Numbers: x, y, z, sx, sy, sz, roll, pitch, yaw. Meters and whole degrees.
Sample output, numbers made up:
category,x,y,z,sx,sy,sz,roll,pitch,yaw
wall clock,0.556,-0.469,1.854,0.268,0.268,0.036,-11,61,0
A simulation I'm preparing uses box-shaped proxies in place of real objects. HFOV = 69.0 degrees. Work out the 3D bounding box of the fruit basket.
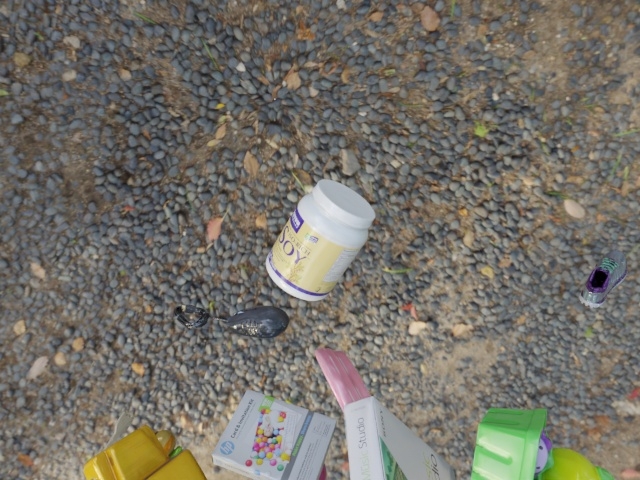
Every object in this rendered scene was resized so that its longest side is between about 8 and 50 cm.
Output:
category,x,y,z,sx,sy,sz,roll,pitch,yaw
fruit basket,0.636,0.688,1.330,0.392,0.283,0.392,-1,89,30

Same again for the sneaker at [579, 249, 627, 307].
category,x,y,z,sx,sy,sz,roll,pitch,yaw
sneaker,0.833,0.093,1.349,0.223,0.083,0.098,-47,142,-23

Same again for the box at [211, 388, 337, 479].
category,x,y,z,sx,sy,sz,roll,pitch,yaw
box,-0.080,0.365,0.848,0.186,0.145,0.038,14,129,14

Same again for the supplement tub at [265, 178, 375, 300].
category,x,y,z,sx,sy,sz,roll,pitch,yaw
supplement tub,0.000,0.000,1.470,0.241,0.241,0.331,26,116,-13

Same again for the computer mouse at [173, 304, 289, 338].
category,x,y,z,sx,sy,sz,roll,pitch,yaw
computer mouse,-0.165,0.130,0.826,0.242,0.071,0.041,2,118,23

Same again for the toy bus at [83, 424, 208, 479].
category,x,y,z,sx,sy,sz,roll,pitch,yaw
toy bus,-0.208,0.435,0.685,0.130,0.108,0.332,-40,79,32

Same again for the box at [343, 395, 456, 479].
category,x,y,z,sx,sy,sz,roll,pitch,yaw
box,0.142,0.405,0.685,0.058,0.232,0.322,-27,128,20

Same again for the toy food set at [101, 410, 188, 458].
category,x,y,z,sx,sy,sz,roll,pitch,yaw
toy food set,-0.332,0.428,0.898,0.038,0.132,0.192,-8,135,36

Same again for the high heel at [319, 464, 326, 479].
category,x,y,z,sx,sy,sz,roll,pitch,yaw
high heel,-0.109,0.614,0.972,0.127,0.377,0.181,5,121,29

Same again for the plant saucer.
category,x,y,z,sx,sy,sz,roll,pitch,yaw
plant saucer,0.092,0.466,1.413,0.084,0.332,0.332,-26,108,-9
